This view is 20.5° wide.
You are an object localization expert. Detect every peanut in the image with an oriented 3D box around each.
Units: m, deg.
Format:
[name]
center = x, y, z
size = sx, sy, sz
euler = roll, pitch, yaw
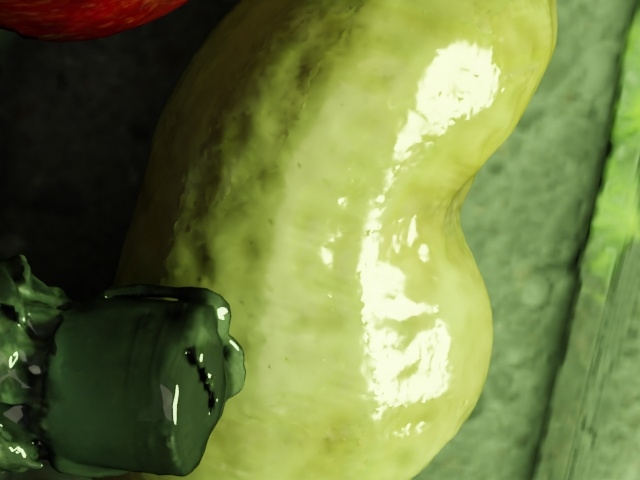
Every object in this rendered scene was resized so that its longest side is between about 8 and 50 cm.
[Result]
[peanut]
center = 0.000, 0.000, 0.621
size = 0.137, 0.122, 0.253
euler = 14, 98, -4

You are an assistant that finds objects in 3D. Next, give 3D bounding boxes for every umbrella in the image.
[umbrella]
center = -0.201, 0.050, 0.560
size = 0.336, 0.128, 0.154
euler = 16, 109, 7

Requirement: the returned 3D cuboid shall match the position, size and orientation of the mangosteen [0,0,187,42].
[mangosteen]
center = -0.085, -0.159, 0.557
size = 0.180, 0.166, 0.166
euler = 42, 94, 9
